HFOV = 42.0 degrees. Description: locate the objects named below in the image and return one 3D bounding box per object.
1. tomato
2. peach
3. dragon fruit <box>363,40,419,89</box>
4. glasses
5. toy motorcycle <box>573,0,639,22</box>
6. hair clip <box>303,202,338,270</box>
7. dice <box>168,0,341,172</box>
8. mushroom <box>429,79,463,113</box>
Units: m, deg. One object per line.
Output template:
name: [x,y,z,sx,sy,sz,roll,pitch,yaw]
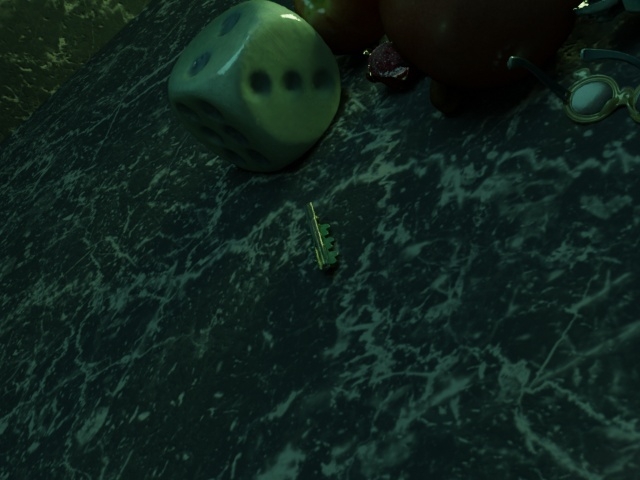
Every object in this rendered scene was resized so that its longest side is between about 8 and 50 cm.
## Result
tomato: [0.254,-0.426,1.366,0.273,0.341,0.342,110,178,-53]
peach: [0.068,-0.521,1.809,0.232,0.256,0.233,5,96,44]
dragon fruit: [0.152,-0.341,1.645,0.126,0.068,0.112,-11,55,23]
glasses: [0.369,-0.208,1.154,0.189,0.220,0.088,11,101,51]
toy motorcycle: [0.525,-0.397,1.239,0.260,0.154,0.206,-6,26,49]
hair clip: [0.001,0.000,1.446,0.049,0.049,0.173,-34,39,16]
dice: [-0.137,-0.319,1.744,0.264,0.268,0.263,9,59,50]
mushroom: [0.237,-0.285,1.483,0.130,0.072,0.088,-52,-8,-22]
